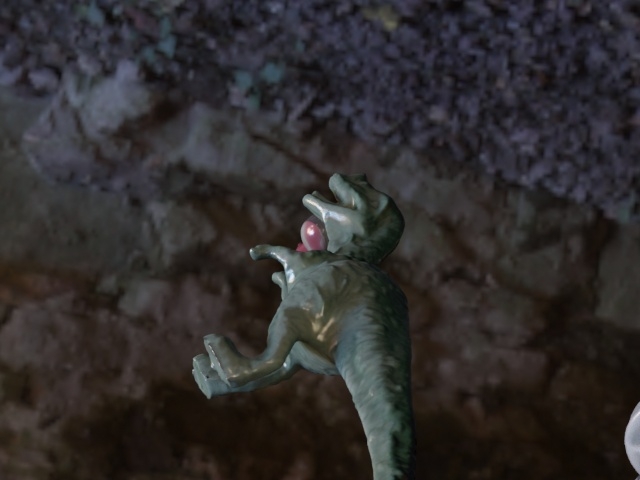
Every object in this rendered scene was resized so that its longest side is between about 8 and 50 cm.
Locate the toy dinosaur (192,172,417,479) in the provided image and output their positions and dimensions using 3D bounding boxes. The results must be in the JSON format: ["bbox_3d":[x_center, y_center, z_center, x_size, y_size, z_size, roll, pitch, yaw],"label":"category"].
[{"bbox_3d":[-0.015,0.068,0.696,0.129,0.383,0.076,-18,119,10],"label":"toy dinosaur"}]

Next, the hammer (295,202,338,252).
[{"bbox_3d":[0.000,0.000,1.001,0.053,0.031,0.083,-24,171,-31],"label":"hammer"}]

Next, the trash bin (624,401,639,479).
[{"bbox_3d":[0.271,0.188,0.735,0.256,0.368,0.296,41,126,6],"label":"trash bin"}]
